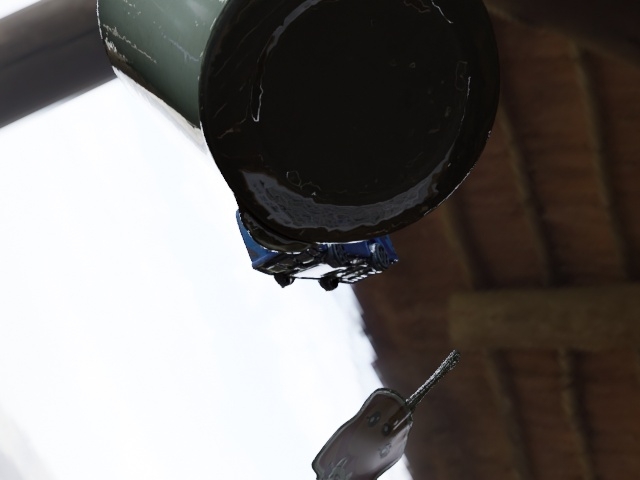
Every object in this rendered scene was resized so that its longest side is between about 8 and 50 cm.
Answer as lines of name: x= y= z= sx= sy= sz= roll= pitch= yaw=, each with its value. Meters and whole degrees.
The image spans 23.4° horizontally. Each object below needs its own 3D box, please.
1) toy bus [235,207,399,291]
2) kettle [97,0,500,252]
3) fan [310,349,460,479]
toy bus: x=0.002 y=-0.003 z=1.624 sx=0.236 sy=0.079 sz=0.094 roll=8 pitch=64 yaw=-64
kettle: x=0.004 y=-0.202 z=1.212 sx=0.250 sy=0.361 sz=0.377 roll=30 pitch=8 yaw=-23
fan: x=0.072 y=0.188 z=1.587 sx=0.009 sy=0.220 sz=0.132 roll=31 pitch=-27 yaw=35
